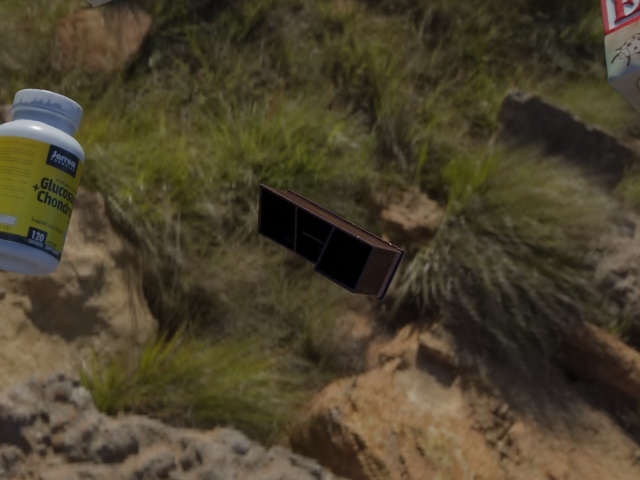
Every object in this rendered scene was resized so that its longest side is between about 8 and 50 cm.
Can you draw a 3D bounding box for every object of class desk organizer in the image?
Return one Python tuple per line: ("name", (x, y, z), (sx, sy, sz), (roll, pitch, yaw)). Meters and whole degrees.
("desk organizer", (0.000, 0.000, 1.034), (0.130, 0.050, 0.047), (29, 98, 30))

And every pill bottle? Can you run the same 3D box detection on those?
("pill bottle", (-0.310, -0.063, 1.314), (0.103, 0.103, 0.184), (11, 74, -1))

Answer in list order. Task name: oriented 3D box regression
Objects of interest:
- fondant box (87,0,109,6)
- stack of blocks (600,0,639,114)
("fondant box", (-0.342, -0.477, 1.582), (0.096, 0.238, 0.330), (-26, 96, -1))
("stack of blocks", (0.336, -0.206, 0.819), (0.087, 0.297, 0.171), (34, 47, -38))
